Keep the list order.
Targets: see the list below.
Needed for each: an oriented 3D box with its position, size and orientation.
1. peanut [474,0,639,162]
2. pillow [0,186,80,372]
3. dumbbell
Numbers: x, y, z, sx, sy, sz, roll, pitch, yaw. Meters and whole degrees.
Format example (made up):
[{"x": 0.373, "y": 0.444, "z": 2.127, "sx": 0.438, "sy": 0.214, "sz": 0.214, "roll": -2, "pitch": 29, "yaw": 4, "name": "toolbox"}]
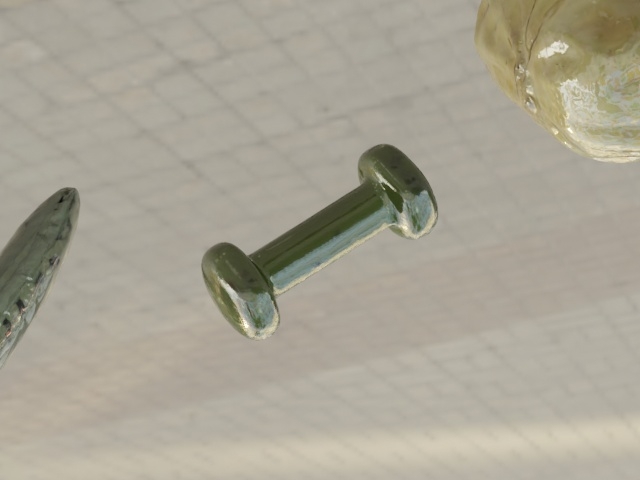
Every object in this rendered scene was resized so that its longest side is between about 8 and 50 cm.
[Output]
[{"x": 0.214, "y": -0.182, "z": 1.215, "sx": 0.192, "sy": 0.387, "sz": 0.169, "roll": -22, "pitch": 115, "yaw": 18, "name": "peanut"}, {"x": -0.254, "y": 0.059, "z": 1.280, "sx": 0.051, "sy": 0.241, "sz": 0.093, "roll": 21, "pitch": 139, "yaw": 5, "name": "pillow"}, {"x": 0.000, "y": 0.000, "z": 0.773, "sx": 0.118, "sy": 0.052, "sz": 0.046, "roll": -33, "pitch": 160, "yaw": -19, "name": "dumbbell"}]
